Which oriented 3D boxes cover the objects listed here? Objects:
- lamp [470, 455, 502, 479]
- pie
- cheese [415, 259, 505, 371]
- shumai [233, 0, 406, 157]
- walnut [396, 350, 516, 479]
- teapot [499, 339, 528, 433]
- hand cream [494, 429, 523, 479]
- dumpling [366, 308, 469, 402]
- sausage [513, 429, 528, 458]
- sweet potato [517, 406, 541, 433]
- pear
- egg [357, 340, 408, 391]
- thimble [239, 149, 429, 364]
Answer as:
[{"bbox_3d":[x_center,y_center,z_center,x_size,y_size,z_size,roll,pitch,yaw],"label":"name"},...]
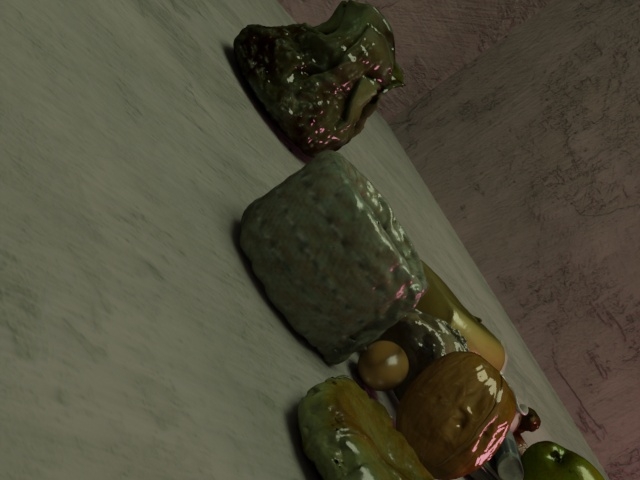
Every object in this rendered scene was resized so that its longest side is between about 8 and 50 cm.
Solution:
[{"bbox_3d":[0.236,0.319,1.776,0.266,0.047,0.269,48,12,-36],"label":"lamp"},{"bbox_3d":[0.074,0.291,1.184,0.306,0.071,0.306,51,9,-12],"label":"pie"},{"bbox_3d":[0.245,0.168,1.811,0.316,0.128,0.259,47,11,-45],"label":"cheese"},{"bbox_3d":[0.017,-0.408,2.228,0.395,0.348,0.395,48,18,-21],"label":"shumai"},{"bbox_3d":[0.203,0.268,1.459,0.165,0.197,0.165,37,-8,6],"label":"walnut"},{"bbox_3d":[0.355,0.312,2.039,0.204,0.139,0.298,47,14,-21],"label":"teapot"},{"bbox_3d":[0.347,0.388,1.791,0.255,0.048,0.079,-39,114,-79],"label":"hand cream"},{"bbox_3d":[0.179,0.205,1.584,0.332,0.166,0.086,56,-6,6],"label":"dumpling"},{"bbox_3d":[0.432,0.483,2.033,0.065,0.065,0.169,40,19,-50],"label":"sausage"},{"bbox_3d":[0.434,0.401,2.143,0.067,0.067,0.274,55,-12,2],"label":"sweet potato"},{"bbox_3d":[0.443,0.478,1.765,0.187,0.188,0.219,-23,107,-78],"label":"pear"},{"bbox_3d":[0.098,0.198,1.501,0.080,0.080,0.096,55,8,2],"label":"egg"},{"bbox_3d":[0.028,0.024,1.443,0.291,0.195,0.291,50,12,-15],"label":"thimble"}]
